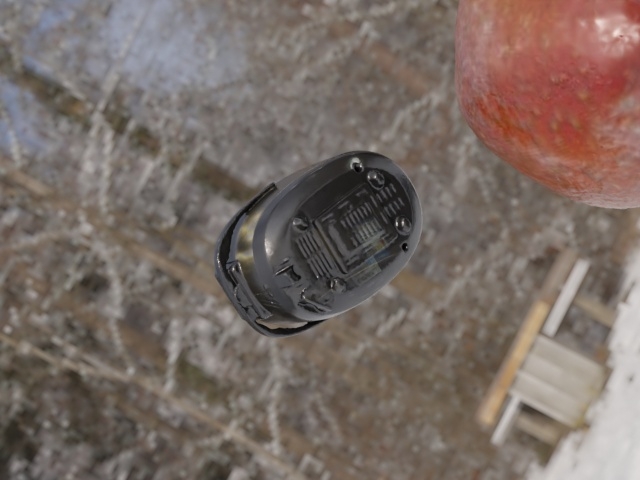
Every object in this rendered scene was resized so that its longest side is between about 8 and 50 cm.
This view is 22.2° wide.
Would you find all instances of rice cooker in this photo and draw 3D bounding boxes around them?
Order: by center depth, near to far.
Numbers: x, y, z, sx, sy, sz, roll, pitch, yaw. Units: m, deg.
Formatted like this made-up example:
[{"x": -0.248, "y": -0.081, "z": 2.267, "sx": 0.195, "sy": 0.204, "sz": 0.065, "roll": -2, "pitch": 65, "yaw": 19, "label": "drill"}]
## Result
[{"x": 0.000, "y": 0.000, "z": 1.236, "sx": 0.165, "sy": 0.112, "sz": 0.106, "roll": -39, "pitch": 12, "yaw": -34, "label": "rice cooker"}]

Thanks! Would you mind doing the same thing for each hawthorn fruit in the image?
[{"x": 0.208, "y": -0.129, "z": 1.133, "sx": 0.263, "sy": 0.231, "sz": 0.235, "roll": -84, "pitch": 6, "yaw": -61, "label": "hawthorn fruit"}]
